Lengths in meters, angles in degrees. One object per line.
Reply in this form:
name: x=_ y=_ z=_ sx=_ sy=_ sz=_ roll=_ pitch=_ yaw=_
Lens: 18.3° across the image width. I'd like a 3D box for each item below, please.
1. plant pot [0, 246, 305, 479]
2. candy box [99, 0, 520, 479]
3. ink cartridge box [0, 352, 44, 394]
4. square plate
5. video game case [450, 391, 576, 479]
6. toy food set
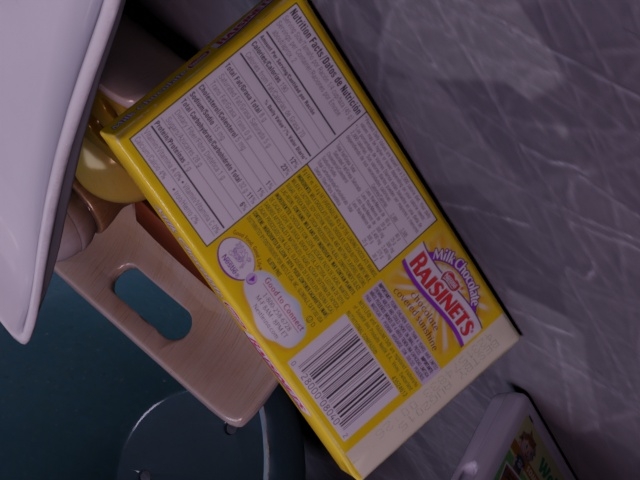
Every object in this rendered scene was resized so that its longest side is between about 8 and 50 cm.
plant pot: x=-0.125 y=0.162 z=1.383 sx=0.290 sy=0.290 sz=0.195 roll=41 pitch=-171 yaw=25
candy box: x=0.000 y=0.000 z=0.884 sx=0.206 sy=0.105 sz=0.027 roll=56 pitch=163 yaw=-25
ink cartridge box: x=-0.277 y=0.030 z=1.473 sx=0.172 sy=0.237 sz=0.100 roll=52 pitch=162 yaw=-12
square plate: x=-0.216 y=-0.161 z=1.027 sx=0.344 sy=0.049 sz=0.347 roll=50 pitch=148 yaw=17
video game case: x=0.100 y=0.217 z=0.988 sx=0.023 sy=0.193 sz=0.212 roll=-3 pitch=131 yaw=39
toy food set: x=-0.135 y=-0.040 z=1.160 sx=0.220 sy=0.092 sz=0.306 roll=39 pitch=158 yaw=32
